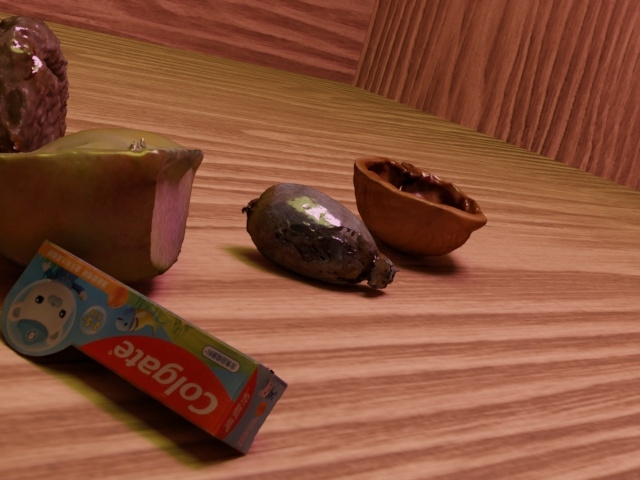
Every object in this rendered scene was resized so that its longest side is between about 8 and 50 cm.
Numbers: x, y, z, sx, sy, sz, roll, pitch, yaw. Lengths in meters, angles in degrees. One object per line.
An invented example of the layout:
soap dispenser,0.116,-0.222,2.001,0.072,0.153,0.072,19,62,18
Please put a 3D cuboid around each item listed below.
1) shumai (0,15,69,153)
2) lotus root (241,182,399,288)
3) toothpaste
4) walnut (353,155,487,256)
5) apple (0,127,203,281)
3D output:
shumai,-0.332,-0.130,0.953,0.175,0.166,0.206,4,-9,-11
lotus root,0.001,-0.002,0.980,0.165,0.088,0.088,28,14,5
toothpaste,-0.116,0.070,0.616,0.193,0.070,0.044,25,-14,33
walnut,0.106,-0.031,1.196,0.167,0.087,0.211,21,14,-9
apple,-0.194,-0.029,0.779,0.193,0.120,0.265,0,5,-2
